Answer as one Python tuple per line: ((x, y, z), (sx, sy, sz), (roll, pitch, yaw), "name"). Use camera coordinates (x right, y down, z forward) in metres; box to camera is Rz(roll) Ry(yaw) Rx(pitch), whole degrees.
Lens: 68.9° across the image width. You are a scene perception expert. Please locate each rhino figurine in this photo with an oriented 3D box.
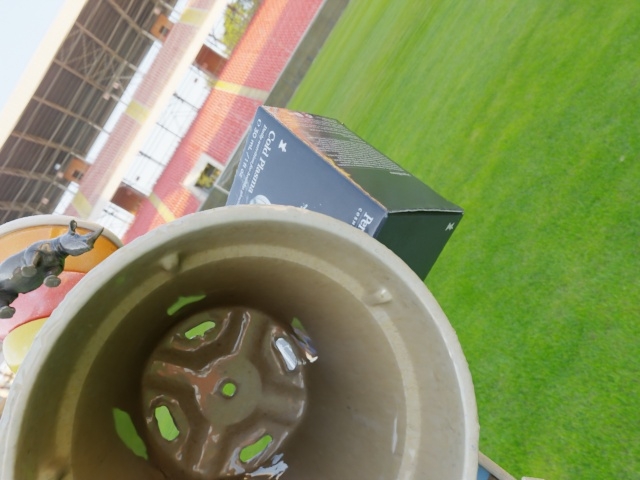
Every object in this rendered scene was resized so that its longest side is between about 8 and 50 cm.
((-0.491, 0.041, 0.821), (0.243, 0.073, 0.106), (-34, 36, -8), "rhino figurine")

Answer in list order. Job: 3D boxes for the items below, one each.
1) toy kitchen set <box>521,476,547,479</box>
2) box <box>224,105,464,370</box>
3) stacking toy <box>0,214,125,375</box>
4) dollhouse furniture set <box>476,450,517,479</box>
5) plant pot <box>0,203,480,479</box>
((0.381, 0.451, 0.631), (0.207, 0.165, 0.122), (-73, -11, -78), "toy kitchen set")
((0.000, 0.000, 1.154), (0.472, 0.297, 0.480), (44, 123, 35), "box")
((-0.611, 0.210, 1.074), (0.351, 0.350, 0.480), (-50, 47, 32), "stacking toy")
((0.192, 0.345, 0.399), (0.198, 0.286, 0.303), (-53, 0, -10), "dollhouse furniture set")
((-0.079, 0.163, 0.461), (0.334, 0.333, 0.305), (-63, 11, -17), "plant pot")
